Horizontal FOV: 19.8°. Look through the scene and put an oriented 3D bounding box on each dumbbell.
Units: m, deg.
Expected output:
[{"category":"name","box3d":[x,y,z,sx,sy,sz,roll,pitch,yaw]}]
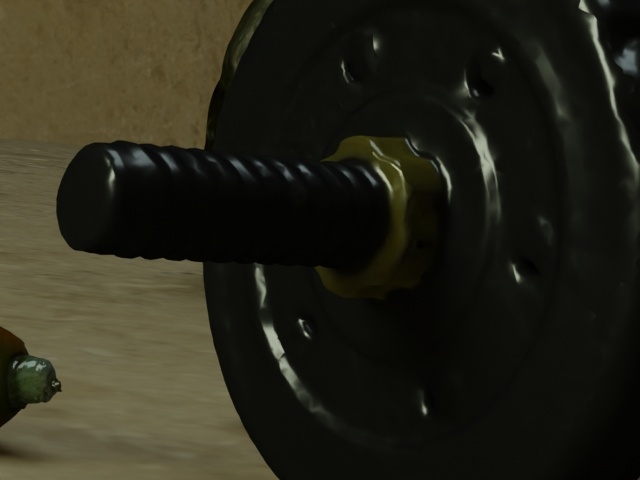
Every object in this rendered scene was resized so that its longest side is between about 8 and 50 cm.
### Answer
[{"category":"dumbbell","box3d":[0.081,0.000,0.447,0.325,0.143,0.143,4,5,-40]}]

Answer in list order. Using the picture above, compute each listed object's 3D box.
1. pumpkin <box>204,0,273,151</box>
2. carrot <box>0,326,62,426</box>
[{"category":"pumpkin","box3d":[0.105,-0.041,0.900,0.317,0.139,0.222,14,15,-12]},{"category":"carrot","box3d":[-0.133,0.031,0.459,0.142,0.035,0.035,3,4,6]}]
